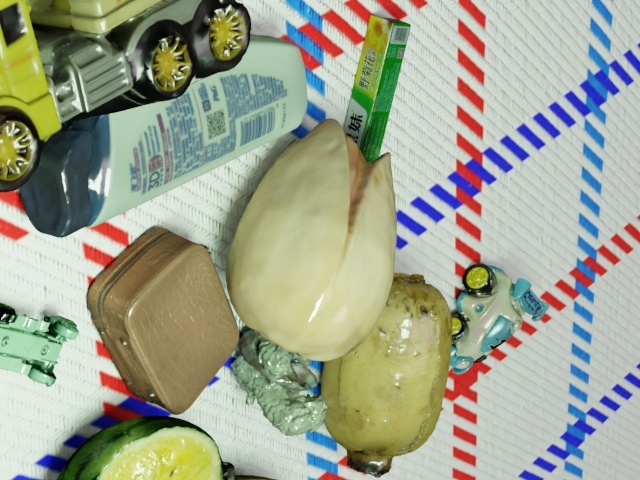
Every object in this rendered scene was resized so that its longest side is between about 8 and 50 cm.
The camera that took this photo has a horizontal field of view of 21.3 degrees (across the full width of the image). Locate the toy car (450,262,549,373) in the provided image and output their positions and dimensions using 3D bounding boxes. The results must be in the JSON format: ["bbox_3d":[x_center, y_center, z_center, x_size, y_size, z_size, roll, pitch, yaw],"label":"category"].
[{"bbox_3d":[0.244,0.120,2.427,0.161,0.098,0.126,-61,144,-13],"label":"toy car"}]

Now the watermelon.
[{"bbox_3d":[-0.208,0.280,1.855,0.232,0.127,0.204,-38,132,-33],"label":"watermelon"}]

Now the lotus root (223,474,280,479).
[{"bbox_3d":[-0.099,0.411,2.082,0.260,0.149,0.267,3,86,-60],"label":"lotus root"}]

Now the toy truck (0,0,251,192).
[{"bbox_3d":[-0.243,-0.207,1.479,0.405,0.181,0.254,-36,125,-40],"label":"toy truck"}]

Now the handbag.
[{"bbox_3d":[-0.166,0.083,1.856,0.151,0.072,0.193,-50,141,-25],"label":"handbag"}]

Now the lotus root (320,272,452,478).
[{"bbox_3d":[0.083,0.171,2.175,0.146,0.160,0.284,-14,116,-58],"label":"lotus root"}]

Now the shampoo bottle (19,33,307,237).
[{"bbox_3d":[-0.156,-0.122,1.744,0.359,0.078,0.134,-29,127,-43],"label":"shampoo bottle"}]

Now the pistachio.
[{"bbox_3d":[0.000,0.000,1.912,0.187,0.188,0.299,62,36,-49],"label":"pistachio"}]

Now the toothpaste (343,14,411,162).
[{"bbox_3d":[0.065,-0.182,2.056,0.043,0.037,0.178,-8,115,-57],"label":"toothpaste"}]

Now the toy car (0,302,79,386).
[{"bbox_3d":[-0.303,0.100,1.687,0.143,0.054,0.073,19,94,-61],"label":"toy car"}]

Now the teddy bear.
[{"bbox_3d":[-0.051,0.129,2.033,0.133,0.111,0.213,40,49,-77],"label":"teddy bear"}]
